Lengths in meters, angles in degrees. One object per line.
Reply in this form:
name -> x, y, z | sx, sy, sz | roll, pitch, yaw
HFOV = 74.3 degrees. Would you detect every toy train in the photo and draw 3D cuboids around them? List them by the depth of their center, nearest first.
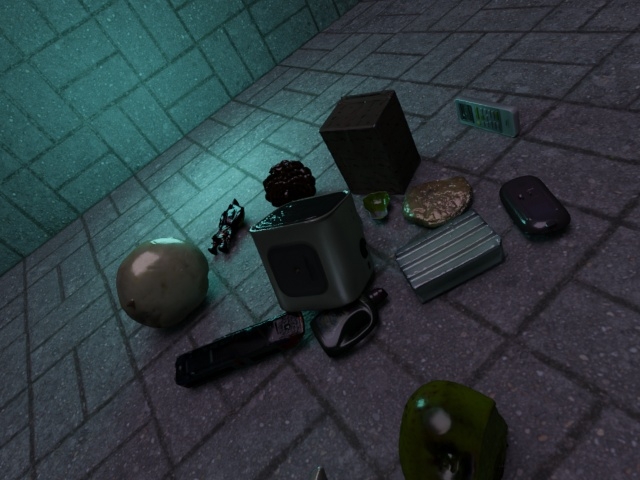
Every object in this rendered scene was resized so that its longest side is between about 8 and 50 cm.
toy train -> -0.220, 0.308, 1.198 | 0.410, 0.089, 0.086 | -23, 50, 10

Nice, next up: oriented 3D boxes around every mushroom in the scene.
mushroom -> -0.558, 0.138, 1.487 | 0.314, 0.314, 0.336 | -52, 22, -22

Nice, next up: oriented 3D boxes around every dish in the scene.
dish -> 0.191, -0.104, 1.393 | 0.091, 0.039, 0.137 | -16, 42, 12

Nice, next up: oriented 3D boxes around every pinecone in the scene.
pinecone -> -0.115, -0.210, 1.595 | 0.208, 0.207, 0.207 | -19, 41, 17

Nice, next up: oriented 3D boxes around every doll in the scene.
doll -> -0.371, -0.057, 1.693 | 0.127, 0.088, 0.248 | 4, 58, 10

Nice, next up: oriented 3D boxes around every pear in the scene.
pear -> 0.212, 0.375, 0.710 | 0.164, 0.255, 0.238 | 1, 54, 32

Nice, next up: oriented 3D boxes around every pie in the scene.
pie -> 0.352, -0.115, 1.285 | 0.218, 0.052, 0.185 | -13, 41, 20

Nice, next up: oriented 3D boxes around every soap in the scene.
soap -> 0.338, 0.039, 1.107 | 0.262, 0.094, 0.150 | -28, 44, 4

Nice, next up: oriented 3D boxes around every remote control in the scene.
remote control -> 0.560, -0.423, 1.428 | 0.034, 0.103, 0.250 | -37, 40, -9

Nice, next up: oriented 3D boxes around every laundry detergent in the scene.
laundry detergent -> 0.088, 0.203, 1.111 | 0.222, 0.078, 0.144 | -32, 36, -3

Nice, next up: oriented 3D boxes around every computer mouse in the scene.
computer mouse -> 0.561, -0.092, 1.117 | 0.120, 0.057, 0.232 | -22, 37, 13

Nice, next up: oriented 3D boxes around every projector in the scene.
projector -> -0.016, 0.024, 1.172 | 0.248, 0.249, 0.248 | -10, 21, 27

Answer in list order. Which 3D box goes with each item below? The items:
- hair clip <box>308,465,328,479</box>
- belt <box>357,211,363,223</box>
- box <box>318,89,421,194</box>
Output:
hair clip -> -0.021, 0.567, 0.745 | 0.282, 0.172, 0.113 | -48, 33, -4
belt -> 0.000, 0.000, 1.383 | 0.302, 0.072, 0.087 | -30, 41, 3
box -> 0.174, -0.319, 1.428 | 0.225, 0.297, 0.190 | 7, 56, 38
